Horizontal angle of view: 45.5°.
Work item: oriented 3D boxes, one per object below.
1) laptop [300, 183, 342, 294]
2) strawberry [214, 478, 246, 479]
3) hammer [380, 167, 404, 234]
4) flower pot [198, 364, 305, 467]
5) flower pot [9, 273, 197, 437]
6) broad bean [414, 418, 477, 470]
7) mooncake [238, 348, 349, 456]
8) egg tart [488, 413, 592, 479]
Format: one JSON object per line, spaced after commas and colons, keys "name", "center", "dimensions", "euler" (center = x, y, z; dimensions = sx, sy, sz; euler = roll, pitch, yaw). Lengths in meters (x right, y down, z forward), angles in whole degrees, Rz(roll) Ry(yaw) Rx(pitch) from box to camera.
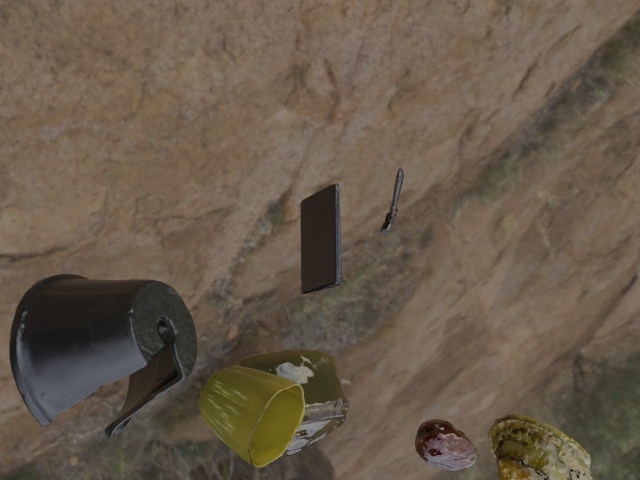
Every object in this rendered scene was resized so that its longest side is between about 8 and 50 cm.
{"name": "laptop", "center": [0.000, 0.000, 1.467], "dimensions": [0.016, 0.197, 0.135], "euler": [9, 164, -31]}
{"name": "strawberry", "center": [-0.170, 0.633, 1.634], "dimensions": [0.257, 0.277, 0.257], "euler": [-53, -179, 2]}
{"name": "hammer", "center": [0.141, -0.077, 1.435], "dimensions": [0.178, 0.021, 0.065], "euler": [96, 17, -61]}
{"name": "flower pot", "center": [-0.159, 0.366, 1.661], "dimensions": [0.195, 0.179, 0.195], "euler": [-38, 138, -44]}
{"name": "flower pot", "center": [-0.423, 0.209, 1.605], "dimensions": [0.251, 0.379, 0.379], "euler": [-21, 150, 23]}
{"name": "broad bean", "center": [0.364, 0.591, 2.211], "dimensions": [0.156, 0.122, 0.229], "euler": [-24, 138, 34]}
{"name": "mooncake", "center": [-0.123, 0.445, 2.049], "dimensions": [0.393, 0.246, 0.394], "euler": [-29, 155, 26]}
{"name": "egg tart", "center": [0.421, 0.446, 1.489], "dimensions": [0.106, 0.241, 0.241], "euler": [-41, 153, -35]}
